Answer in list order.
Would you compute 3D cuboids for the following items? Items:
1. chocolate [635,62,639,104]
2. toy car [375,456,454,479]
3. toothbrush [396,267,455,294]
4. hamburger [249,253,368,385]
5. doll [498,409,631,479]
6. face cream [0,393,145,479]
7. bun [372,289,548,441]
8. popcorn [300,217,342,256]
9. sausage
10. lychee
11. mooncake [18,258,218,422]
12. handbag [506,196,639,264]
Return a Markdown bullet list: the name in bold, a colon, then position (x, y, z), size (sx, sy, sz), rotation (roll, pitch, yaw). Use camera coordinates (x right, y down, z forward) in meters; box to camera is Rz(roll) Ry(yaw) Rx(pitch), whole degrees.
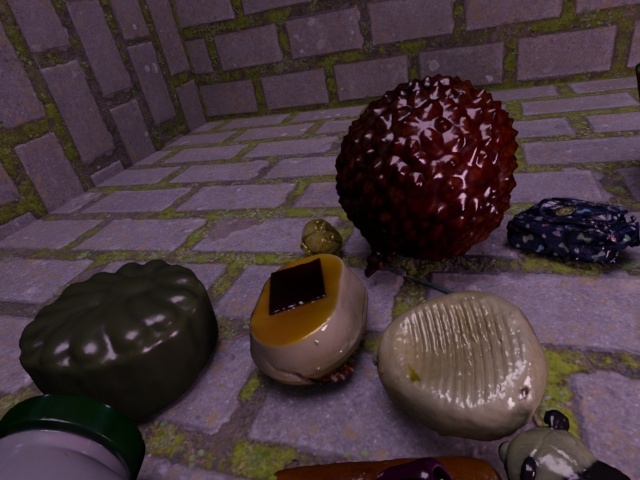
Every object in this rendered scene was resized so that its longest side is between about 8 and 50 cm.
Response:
- **chocolate**: position (0.930, -0.301, 1.093), size (0.162, 0.360, 0.341), rotation (-8, 26, 35)
- **toy car**: position (0.054, 0.378, 0.348), size (0.240, 0.271, 0.340), rotation (-25, 22, 18)
- **toothbrush**: position (0.241, 0.095, 0.979), size (0.011, 0.014, 0.167), rotation (-23, 30, -36)
- **hamburger**: position (-0.021, 0.153, 0.843), size (0.227, 0.151, 0.295), rotation (-9, 33, 18)
- **doll**: position (0.296, 0.306, 0.453), size (0.144, 0.135, 0.234), rotation (-18, 36, -13)
- **face cream**: position (-0.361, 0.382, 0.485), size (0.313, 0.219, 0.357), rotation (-10, 28, 3)
- **bun**: position (0.219, 0.195, 0.673), size (0.259, 0.160, 0.259), rotation (-20, 36, 15)
- **popcorn**: position (0.000, 0.000, 1.156), size (0.121, 0.116, 0.106), rotation (43, 87, 10)
- **sausage**: position (0.081, 0.324, 0.549), size (0.302, 0.103, 0.076), rotation (-8, 63, 9)
- **lychee**: position (0.231, -0.133, 1.001), size (0.425, 0.499, 0.424), rotation (26, 6, -3)
- **mooncake**: position (-0.397, 0.186, 0.874), size (0.357, 0.194, 0.356), rotation (-9, 30, 5)
- **handbag**: position (0.573, -0.031, 0.984), size (0.162, 0.113, 0.260), rotation (-23, 23, -32)
